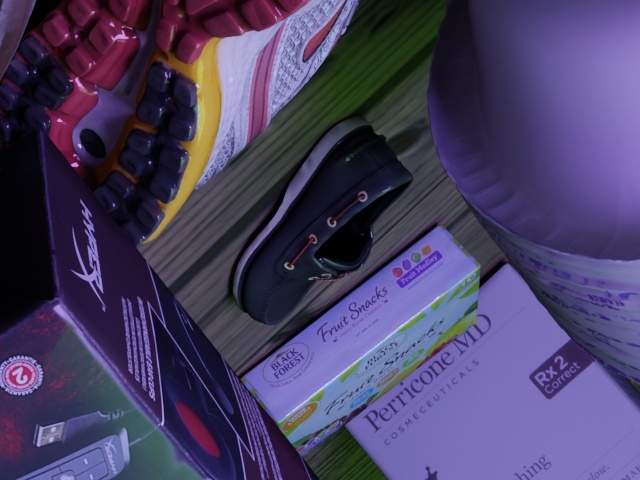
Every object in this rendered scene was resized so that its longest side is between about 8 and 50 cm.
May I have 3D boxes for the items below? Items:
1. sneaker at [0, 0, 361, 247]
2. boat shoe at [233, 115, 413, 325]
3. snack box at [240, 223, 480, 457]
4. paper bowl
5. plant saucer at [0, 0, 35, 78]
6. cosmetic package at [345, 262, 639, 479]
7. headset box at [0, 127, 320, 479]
[{"bbox_3d":[-0.024,-0.095,0.593,0.093,0.088,0.225,-41,172,-48],"label":"sneaker"},{"bbox_3d":[-0.001,0.001,0.914,0.049,0.042,0.133,-27,159,-43],"label":"boat shoe"},{"bbox_3d":[0.024,0.060,1.113,0.141,0.037,0.100,-38,161,-10],"label":"snack box"},{"bbox_3d":[0.165,-0.094,0.693,0.284,0.284,0.148,-41,125,1],"label":"paper bowl"},{"bbox_3d":[-0.176,-0.032,0.462,0.310,0.050,0.310,-35,161,-14],"label":"plant saucer"},{"bbox_3d":[0.138,0.137,1.290,0.151,0.184,0.151,-43,164,6],"label":"cosmetic package"},{"bbox_3d":[-0.088,0.147,0.625,0.218,0.110,0.293,-31,120,7],"label":"headset box"}]
